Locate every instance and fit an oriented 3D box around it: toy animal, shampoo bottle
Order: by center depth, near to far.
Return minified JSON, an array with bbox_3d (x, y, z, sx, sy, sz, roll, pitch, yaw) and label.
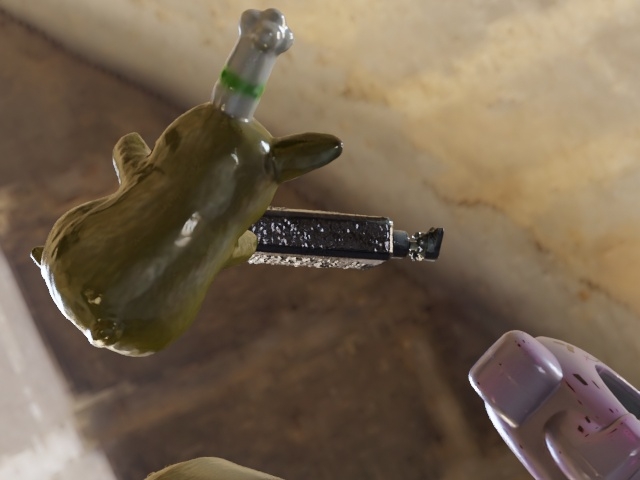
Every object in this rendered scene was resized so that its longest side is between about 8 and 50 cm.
[{"bbox_3d":[-0.120,-0.049,1.873,0.363,0.181,0.180,-50,10,-2],"label":"toy animal"},{"bbox_3d":[0.000,0.000,2.329,0.309,0.071,0.098,5,-12,-16],"label":"shampoo bottle"}]

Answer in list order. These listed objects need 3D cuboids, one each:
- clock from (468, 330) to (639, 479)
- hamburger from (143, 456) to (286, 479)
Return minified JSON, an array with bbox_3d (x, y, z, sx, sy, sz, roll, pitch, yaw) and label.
[{"bbox_3d":[0.295,0.217,1.782,0.113,0.322,0.295,-48,-19,9],"label":"clock"},{"bbox_3d":[-0.111,0.360,1.831,0.176,0.300,0.300,-2,7,37],"label":"hamburger"}]
